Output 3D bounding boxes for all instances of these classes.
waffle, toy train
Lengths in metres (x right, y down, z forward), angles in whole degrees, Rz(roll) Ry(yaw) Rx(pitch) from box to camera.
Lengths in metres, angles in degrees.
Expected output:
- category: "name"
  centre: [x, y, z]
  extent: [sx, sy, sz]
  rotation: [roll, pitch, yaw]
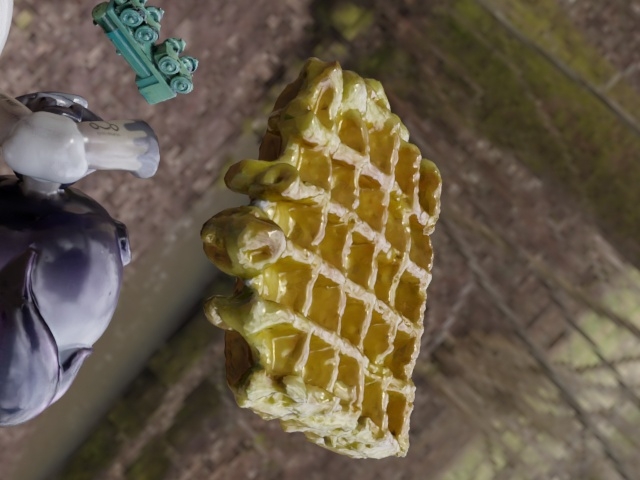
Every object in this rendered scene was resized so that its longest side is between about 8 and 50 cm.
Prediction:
- category: "waffle"
  centre: [0.001, 0.000, 0.946]
  extent: [0.219, 0.057, 0.229]
  rotation: [33, 61, -59]
- category: "toy train"
  centre: [-0.118, -0.132, 1.083]
  extent: [0.045, 0.092, 0.029]
  rotation: [-17, -138, 24]

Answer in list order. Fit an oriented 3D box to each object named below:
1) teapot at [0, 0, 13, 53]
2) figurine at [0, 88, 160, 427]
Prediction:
- category: "teapot"
  centre: [-0.344, -0.184, 1.291]
  extent: [0.204, 0.139, 0.298]
  rotation: [18, 91, -40]
- category: "figurine"
  centre: [-0.192, 0.016, 1.074]
  extent: [0.145, 0.145, 0.222]
  rotation: [-19, 124, -66]
